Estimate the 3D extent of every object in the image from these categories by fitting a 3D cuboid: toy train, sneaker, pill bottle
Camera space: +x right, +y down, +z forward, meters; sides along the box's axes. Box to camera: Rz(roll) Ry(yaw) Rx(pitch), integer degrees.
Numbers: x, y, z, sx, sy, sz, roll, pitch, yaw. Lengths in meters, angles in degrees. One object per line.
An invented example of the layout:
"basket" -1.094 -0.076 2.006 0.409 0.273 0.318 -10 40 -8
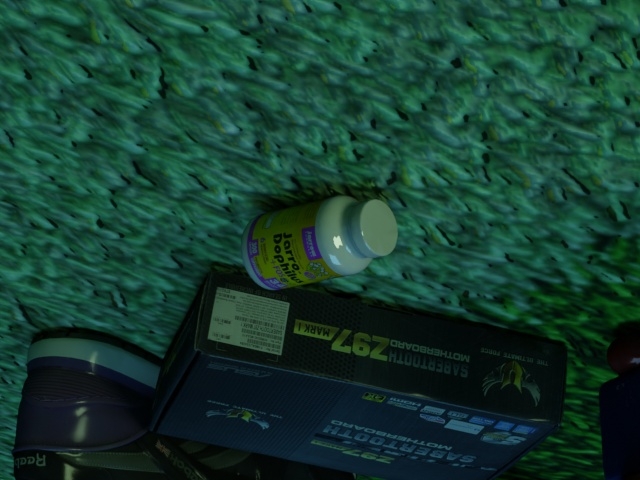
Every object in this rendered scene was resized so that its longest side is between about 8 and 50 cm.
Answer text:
"toy train" 0.277 0.086 1.017 0.143 0.105 0.248 9 158 -25
"sneaker" -0.100 0.172 1.301 0.283 0.124 0.107 25 152 -33
"pill bottle" 0.000 0.000 0.982 0.083 0.043 0.043 -13 147 40

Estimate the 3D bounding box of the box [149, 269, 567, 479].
"box" 0.019 0.097 1.173 0.233 0.059 0.183 13 157 -10
